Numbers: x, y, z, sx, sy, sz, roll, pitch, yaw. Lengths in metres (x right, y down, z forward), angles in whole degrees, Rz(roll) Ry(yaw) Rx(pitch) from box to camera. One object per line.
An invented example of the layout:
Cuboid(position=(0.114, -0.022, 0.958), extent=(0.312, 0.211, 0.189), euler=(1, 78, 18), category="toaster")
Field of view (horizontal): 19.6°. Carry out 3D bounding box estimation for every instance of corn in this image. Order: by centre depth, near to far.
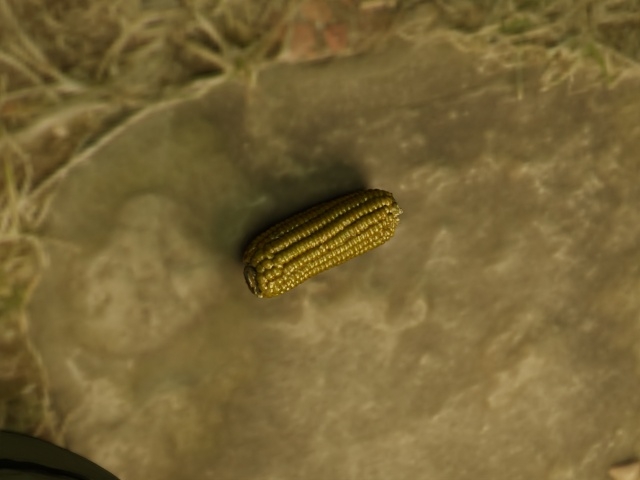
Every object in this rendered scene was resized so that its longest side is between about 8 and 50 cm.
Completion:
Cuboid(position=(0.000, 0.000, 0.996), extent=(0.092, 0.037, 0.037), euler=(-23, 112, -14), category="corn")

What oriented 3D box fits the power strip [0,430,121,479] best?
Cuboid(position=(-0.180, 0.265, 0.933), extent=(0.357, 0.161, 0.357), euler=(-6, 106, -21), category="power strip")
